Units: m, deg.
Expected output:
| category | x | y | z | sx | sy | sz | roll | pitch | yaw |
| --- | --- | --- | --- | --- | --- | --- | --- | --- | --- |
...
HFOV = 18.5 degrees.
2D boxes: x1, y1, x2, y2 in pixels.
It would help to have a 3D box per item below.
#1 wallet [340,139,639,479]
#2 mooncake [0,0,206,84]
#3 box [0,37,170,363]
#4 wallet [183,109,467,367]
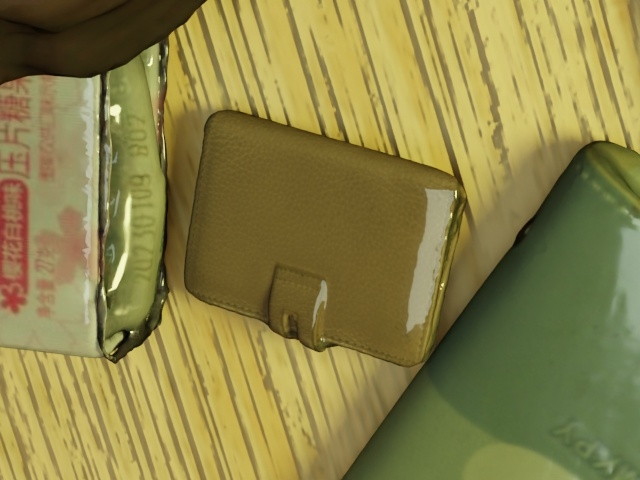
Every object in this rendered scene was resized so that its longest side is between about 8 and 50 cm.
| category | x | y | z | sx | sy | sz | roll | pitch | yaw |
| --- | --- | --- | --- | --- | --- | --- | --- | --- | --- |
| wallet | 0.142 | 0.157 | 1.048 | 0.252 | 0.083 | 0.360 | 37 | 111 | 10 |
| mooncake | -0.202 | -0.241 | 0.912 | 0.381 | 0.212 | 0.351 | 32 | 86 | 4 |
| box | -0.264 | -0.046 | 1.087 | 0.369 | 0.112 | 0.190 | 5 | 106 | 14 |
| wallet | 0.000 | 0.000 | 1.060 | 0.152 | 0.039 | 0.118 | 18 | 106 | 19 |
